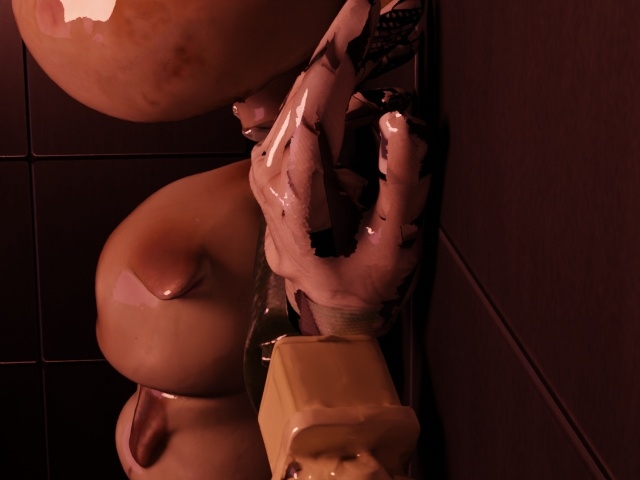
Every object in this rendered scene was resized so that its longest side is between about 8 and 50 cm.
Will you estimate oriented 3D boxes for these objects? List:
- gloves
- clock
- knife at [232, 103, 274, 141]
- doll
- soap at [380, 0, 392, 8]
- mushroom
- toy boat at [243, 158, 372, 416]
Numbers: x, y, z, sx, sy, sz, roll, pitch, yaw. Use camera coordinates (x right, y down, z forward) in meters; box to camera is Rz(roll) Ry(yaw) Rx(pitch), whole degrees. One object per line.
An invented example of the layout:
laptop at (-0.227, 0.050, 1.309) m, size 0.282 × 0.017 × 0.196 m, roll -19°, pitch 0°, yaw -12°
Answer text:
gloves at (0.011, -0.044, 0.854) m, size 0.127 × 0.111 × 0.212 m, roll -90°, pitch -6°, yaw -58°
clock at (-0.005, 0.264, 0.899) m, size 0.276 × 0.120 × 0.379 m, roll -107°, pitch 25°, yaw -45°
knife at (-0.092, -0.257, 2.160) m, size 0.040 × 0.073 × 0.265 m, roll 111°, pitch 161°, yaw -54°
doll at (-0.090, 0.098, 1.317) m, size 0.226 × 0.215 × 0.370 m, roll 22°, pitch 140°, yaw 36°
soap at (0.041, -0.255, 0.811) m, size 0.092 × 0.037 × 0.252 m, roll -100°, pitch 10°, yaw -53°
mushroom at (-0.103, -0.215, 1.233) m, size 0.290 × 0.298 × 0.297 m, roll 54°, pitch -153°, yaw -56°
toy boat at (0.000, 0.000, 1.093) m, size 0.319 × 0.092 × 0.141 m, roll -86°, pitch -2°, yaw -45°
